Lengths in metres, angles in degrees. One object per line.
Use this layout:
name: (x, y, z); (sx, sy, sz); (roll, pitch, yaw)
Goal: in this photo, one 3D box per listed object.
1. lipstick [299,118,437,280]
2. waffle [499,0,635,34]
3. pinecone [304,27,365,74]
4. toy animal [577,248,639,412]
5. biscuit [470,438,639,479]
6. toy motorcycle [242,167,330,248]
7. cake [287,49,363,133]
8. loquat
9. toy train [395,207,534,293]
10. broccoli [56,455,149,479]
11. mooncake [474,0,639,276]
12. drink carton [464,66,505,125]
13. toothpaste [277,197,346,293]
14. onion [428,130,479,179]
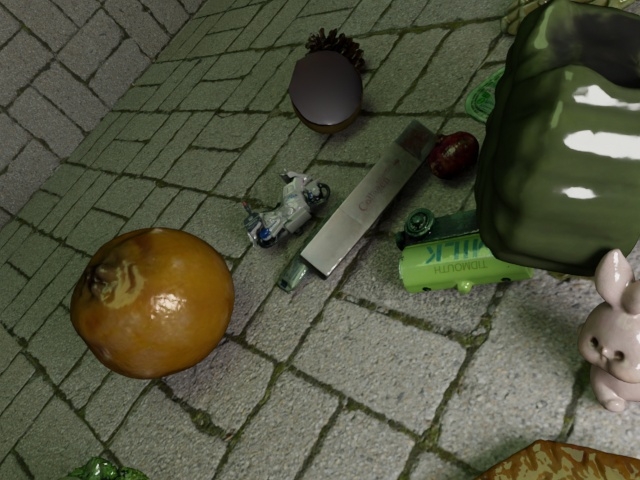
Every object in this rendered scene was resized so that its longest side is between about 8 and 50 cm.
lipstick: (0.102, -0.083, 1.142); (0.371, 0.076, 0.080); (-50, -4, -11)
waffle: (0.561, -0.546, 1.233); (0.309, 0.056, 0.292); (-42, 38, 2)
pinecone: (0.029, -0.521, 1.574); (0.162, 0.165, 0.163); (-27, 45, 30)
toy animal: (0.355, 0.113, 0.657); (0.124, 0.213, 0.124); (-23, 35, 17)
biscuit: (0.273, 0.390, 0.589); (0.358, 0.046, 0.359); (-23, 41, 22)
toy motorcycle: (-0.086, -0.078, 1.306); (0.221, 0.102, 0.150); (-40, 50, 1)
cake: (0.010, -0.381, 1.450); (0.185, 0.208, 0.178); (-42, 11, 1)
loquat: (-0.341, 0.125, 1.160); (0.328, 0.328, 0.329); (-23, 42, 22)
toy train: (0.242, 0.015, 0.943); (0.253, 0.105, 0.158); (-11, 59, 32)
broccoli: (-0.310, 0.498, 0.787); (0.310, 0.320, 0.413); (-60, 10, 18)
mooncake: (0.317, -0.130, 0.738); (0.187, 0.351, 0.352); (8, 53, 6)
drink carton: (0.363, -0.219, 1.019); (0.146, 0.142, 0.144); (-40, 40, 2)
toothpaste: (0.001, 0.001, 1.195); (0.069, 0.047, 0.268); (34, 80, 32)
onion: (0.260, -0.171, 1.102); (0.107, 0.097, 0.107); (-38, 17, 14)
